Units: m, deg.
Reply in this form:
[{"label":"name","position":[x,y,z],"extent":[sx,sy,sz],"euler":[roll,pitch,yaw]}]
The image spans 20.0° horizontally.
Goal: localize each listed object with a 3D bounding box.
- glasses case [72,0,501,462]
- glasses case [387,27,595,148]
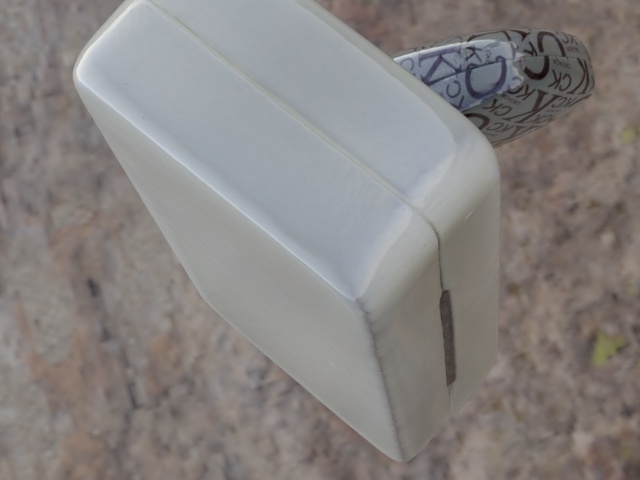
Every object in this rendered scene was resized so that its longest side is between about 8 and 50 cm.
[{"label":"glasses case","position":[0.000,0.000,0.699],"extent":[0.131,0.070,0.313],"euler":[39,171,15]},{"label":"glasses case","position":[0.044,-0.087,1.384],"extent":[0.355,0.137,0.085],"euler":[-18,80,39]}]
